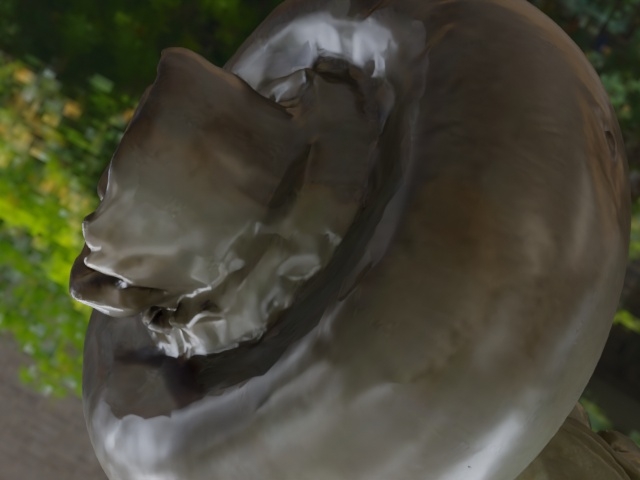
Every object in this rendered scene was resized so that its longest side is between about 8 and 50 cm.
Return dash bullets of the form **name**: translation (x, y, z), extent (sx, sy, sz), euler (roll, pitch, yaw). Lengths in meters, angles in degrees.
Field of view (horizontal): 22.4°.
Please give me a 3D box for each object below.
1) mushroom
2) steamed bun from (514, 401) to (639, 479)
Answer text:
- **mushroom**: translation (0.000, 0.000, 0.564), extent (0.178, 0.226, 0.226), euler (40, -175, -26)
- **steamed bun**: translation (0.256, 0.280, 1.586), extent (0.289, 0.203, 0.276), euler (36, 168, -26)
